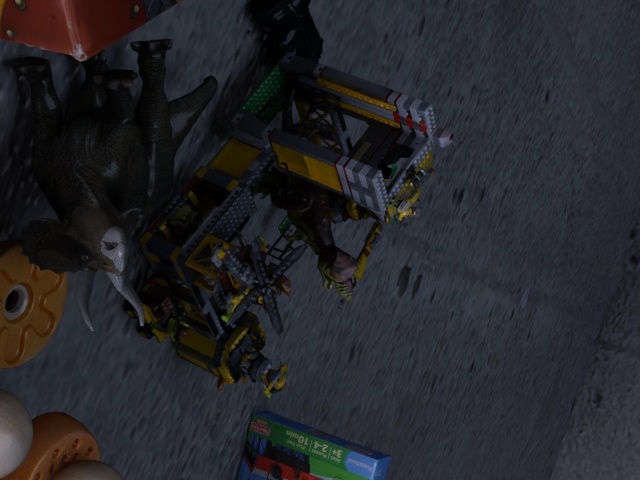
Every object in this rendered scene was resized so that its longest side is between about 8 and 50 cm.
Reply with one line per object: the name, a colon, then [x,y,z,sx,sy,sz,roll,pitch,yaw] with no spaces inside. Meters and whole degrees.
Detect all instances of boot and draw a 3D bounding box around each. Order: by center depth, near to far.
boot: [-0.018,-0.219,1.211,0.121,0.045,0.099,-53,145,-22]

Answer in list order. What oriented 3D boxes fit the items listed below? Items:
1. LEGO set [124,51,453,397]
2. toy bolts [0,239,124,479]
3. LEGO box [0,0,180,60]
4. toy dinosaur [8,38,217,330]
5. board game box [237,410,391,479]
LEGO set: [0.000,0.000,1.159,0.331,0.192,0.255,-47,146,-30]
toy bolts: [-0.217,0.106,0.877,0.228,0.158,0.218,29,78,-63]
LEGO box: [-0.131,-0.414,0.723,0.372,0.193,0.500,-45,141,-44]
toy dinosaur: [-0.162,-0.066,0.966,0.313,0.121,0.160,-71,165,-69]
board game box: [-0.023,0.310,1.359,0.039,0.160,0.211,2,102,-62]
